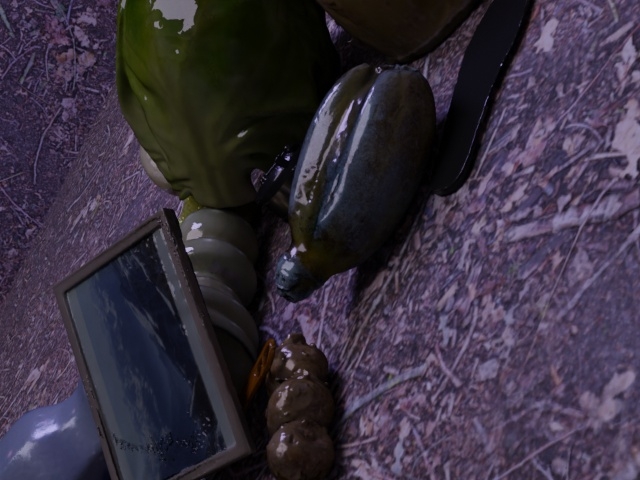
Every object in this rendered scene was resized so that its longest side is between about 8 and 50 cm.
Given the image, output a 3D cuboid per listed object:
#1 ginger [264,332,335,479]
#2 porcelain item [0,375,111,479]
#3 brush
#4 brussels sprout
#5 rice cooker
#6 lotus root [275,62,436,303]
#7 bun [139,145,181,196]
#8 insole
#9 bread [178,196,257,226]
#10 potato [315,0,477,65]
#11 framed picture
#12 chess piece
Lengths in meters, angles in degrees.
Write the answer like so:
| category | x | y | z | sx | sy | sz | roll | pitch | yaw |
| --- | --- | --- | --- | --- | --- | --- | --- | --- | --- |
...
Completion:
| category | x | y | z | sx | sy | sz | roll | pitch | yaw |
| --- | --- | --- | --- | --- | --- | --- | --- | --- | --- |
| ginger | -0.025 | 0.200 | 1.183 | 0.204 | 0.080 | 0.104 | -99 | 29 | -58 |
| porcelain item | -0.381 | 0.374 | 1.524 | 0.405 | 0.242 | 0.178 | -52 | 51 | 13 |
| brush | -0.105 | 0.216 | 1.307 | 0.314 | 0.017 | 0.090 | 118 | 160 | -47 |
| brussels sprout | -0.159 | -0.304 | 1.595 | 0.342 | 0.361 | 0.425 | -18 | 43 | 14 |
| rice cooker | -0.029 | -0.078 | 1.451 | 0.112 | 0.106 | 0.165 | -53 | 0 | -9 |
| lotus root | 0.043 | -0.066 | 1.272 | 0.158 | 0.140 | 0.322 | 24 | 93 | 42 |
| bun | -0.229 | -0.207 | 1.920 | 0.259 | 0.160 | 0.259 | -1 | 88 | 24 |
| insole | 0.196 | -0.193 | 1.241 | 0.110 | 0.012 | 0.310 | -15 | 52 | 59 |
| bread | -0.172 | -0.043 | 1.710 | 0.129 | 0.111 | 0.114 | -19 | -33 | -53 |
| potato | 0.078 | -0.511 | 1.465 | 0.385 | 0.319 | 0.442 | -44 | 26 | 34 |
| framed picture | -0.226 | 0.160 | 1.332 | 0.247 | 0.022 | 0.335 | -31 | 71 | 31 |
| chess piece | -0.166 | 0.074 | 1.515 | 0.182 | 0.182 | 0.330 | -47 | 22 | 31 |
